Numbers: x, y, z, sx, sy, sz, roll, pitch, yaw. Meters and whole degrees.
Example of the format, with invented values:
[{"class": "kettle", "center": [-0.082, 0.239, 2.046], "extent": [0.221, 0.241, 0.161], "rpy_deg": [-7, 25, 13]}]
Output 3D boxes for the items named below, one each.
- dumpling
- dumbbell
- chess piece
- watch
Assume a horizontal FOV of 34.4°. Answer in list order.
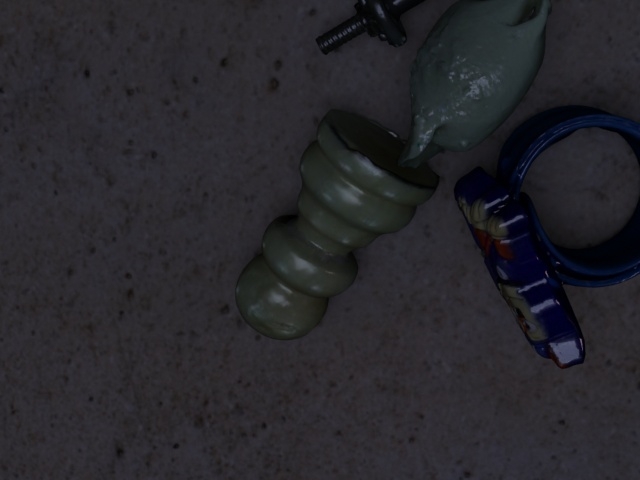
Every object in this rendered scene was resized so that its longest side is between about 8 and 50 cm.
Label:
[{"class": "dumpling", "center": [0.136, -0.161, 0.965], "extent": [0.108, 0.152, 0.219], "rpy_deg": [42, 95, -15]}, {"class": "dumbbell", "center": [0.108, -0.248, 0.988], "extent": [0.254, 0.081, 0.082], "rpy_deg": [-28, 99, 15]}, {"class": "chess piece", "center": [0.000, 0.000, 1.055], "extent": [0.133, 0.133, 0.243], "rpy_deg": [34, 112, -1]}, {"class": "watch", "center": [0.244, -0.026, 0.997], "extent": [0.200, 0.171, 0.196], "rpy_deg": [-30, 111, 4]}]
